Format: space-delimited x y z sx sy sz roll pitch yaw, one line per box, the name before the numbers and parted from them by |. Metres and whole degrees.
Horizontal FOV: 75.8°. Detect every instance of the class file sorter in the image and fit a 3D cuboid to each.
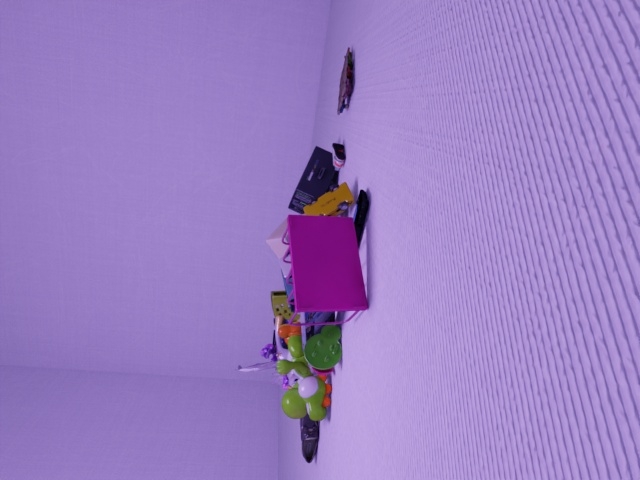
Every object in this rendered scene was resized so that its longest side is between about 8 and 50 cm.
file sorter | -0.005 0.095 1.230 0.182 0.203 0.290 120 147 -58

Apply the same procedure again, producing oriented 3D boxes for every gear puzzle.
gear puzzle | 0.119 -0.730 1.845 0.175 0.045 0.338 107 170 -60

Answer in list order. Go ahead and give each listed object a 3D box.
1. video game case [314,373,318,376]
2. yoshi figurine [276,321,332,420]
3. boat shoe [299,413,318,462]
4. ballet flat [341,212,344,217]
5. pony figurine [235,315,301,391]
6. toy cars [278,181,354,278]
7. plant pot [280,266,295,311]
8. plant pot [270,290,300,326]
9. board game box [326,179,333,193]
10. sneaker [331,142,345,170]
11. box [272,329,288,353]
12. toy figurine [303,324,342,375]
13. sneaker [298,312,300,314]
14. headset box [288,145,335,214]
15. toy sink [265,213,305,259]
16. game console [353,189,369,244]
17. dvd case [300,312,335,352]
video game case | -0.039 0.681 1.882 0.206 0.026 0.226 124 152 -74
yoshi figurine | -0.094 0.512 1.560 0.203 0.204 0.361 -52 45 41
boat shoe | -0.041 0.776 1.645 0.073 0.080 0.223 -163 74 -77
ballet flat | 0.039 -0.023 1.556 0.108 0.106 0.315 2 67 40
pony figurine | -0.155 0.517 1.806 0.351 0.303 0.362 -15 58 44
toy cars | -0.002 -0.027 1.464 0.087 0.177 0.393 35 -102 -55
plant pot | -0.087 0.156 1.781 0.165 0.166 0.234 91 160 -63
plant pot | -0.179 0.410 2.435 0.228 0.228 0.206 178 91 -82
board game box | 0.043 -0.246 2.053 0.090 0.020 0.089 118 158 -69
sneaker | 0.072 -0.367 1.802 0.161 0.057 0.075 -97 21 -50
box | -0.186 0.601 2.428 0.261 0.185 0.103 154 120 -81
toy figurine | 0.015 0.406 1.463 0.159 0.130 0.173 91 -159 -51
sneaker | -0.053 0.248 2.086 0.115 0.105 0.281 75 -146 -65
headset box | -0.032 -0.274 1.948 0.283 0.132 0.246 129 165 -70
toy sink | -0.070 0.035 1.606 0.131 0.234 0.152 -6 35 47
game console | 0.099 -0.003 1.361 0.213 0.044 0.360 -96 15 -56
dvd case | -0.006 0.258 1.445 0.180 0.022 0.252 -40 -40 -40
